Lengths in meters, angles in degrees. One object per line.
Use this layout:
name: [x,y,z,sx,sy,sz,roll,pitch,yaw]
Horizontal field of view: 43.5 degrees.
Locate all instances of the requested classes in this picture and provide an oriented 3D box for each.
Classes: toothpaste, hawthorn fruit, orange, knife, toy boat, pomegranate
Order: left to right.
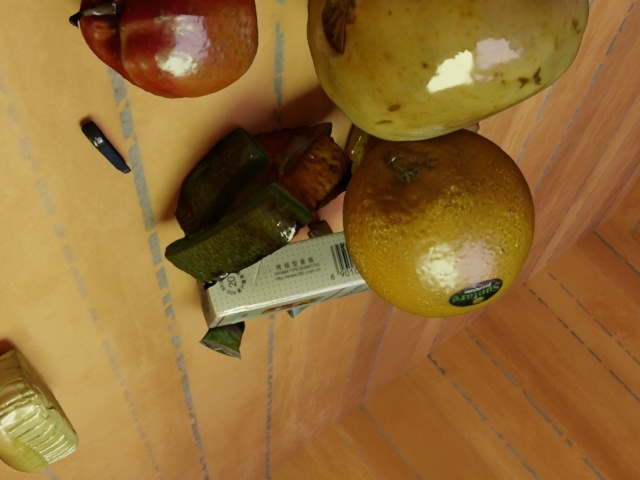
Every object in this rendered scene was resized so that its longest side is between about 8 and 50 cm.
knife: [-0.252,-0.106,0.954,0.018,0.031,0.121,-39,163,-7]
hawthorn fruit: [-0.153,-0.208,0.747,0.194,0.157,0.157,-16,148,-54]
toothpaste: [-0.168,0.161,1.441,0.248,0.078,0.047,-95,-151,-80]
toy boat: [0.000,0.000,1.543,0.049,0.047,0.149,-37,159,-9]
orange: [0.160,-0.029,1.100,0.274,0.274,0.274,-35,157,-17]
pomegranate: [0.144,-0.269,0.931,0.332,0.332,0.333,-35,157,-17]

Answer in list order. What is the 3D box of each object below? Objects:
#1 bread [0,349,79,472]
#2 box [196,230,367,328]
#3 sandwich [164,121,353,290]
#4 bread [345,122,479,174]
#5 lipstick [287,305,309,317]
bread: [-0.439,0.256,1.172,0.106,0.140,0.236,-30,153,-18]
box: [-0.030,0.058,1.321,0.330,0.095,0.210,-14,172,-13]
sandwich: [-0.078,-0.086,1.130,0.250,0.162,0.301,-20,-161,49]
bread: [0.139,-0.161,1.306,0.156,0.204,0.288,-1,138,-24]
lipstick: [0.047,0.036,1.663,0.317,0.066,0.068,-36,157,-14]
